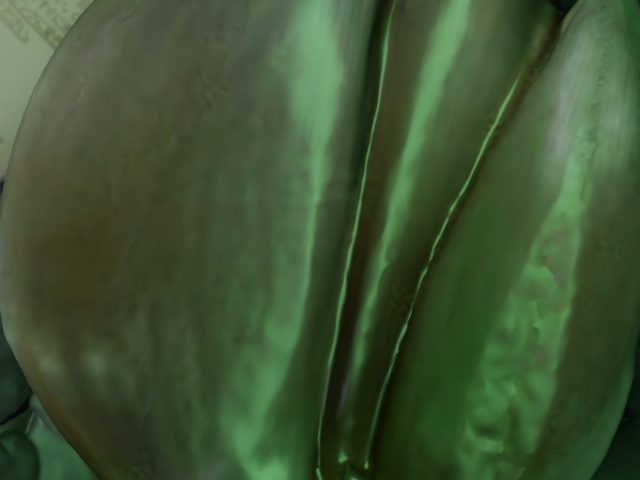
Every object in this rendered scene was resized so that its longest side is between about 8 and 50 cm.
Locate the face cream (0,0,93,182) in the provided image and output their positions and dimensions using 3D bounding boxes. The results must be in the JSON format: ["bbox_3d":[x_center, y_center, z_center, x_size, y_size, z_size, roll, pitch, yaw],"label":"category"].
[{"bbox_3d":[-0.087,-0.172,0.839,0.348,0.081,0.173,-38,111,7],"label":"face cream"}]

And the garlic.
[{"bbox_3d":[0.000,0.000,0.791,0.279,0.132,0.325,8,87,18],"label":"garlic"}]
